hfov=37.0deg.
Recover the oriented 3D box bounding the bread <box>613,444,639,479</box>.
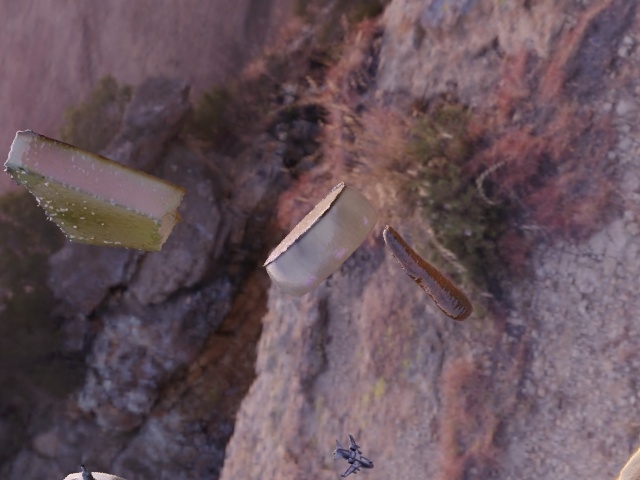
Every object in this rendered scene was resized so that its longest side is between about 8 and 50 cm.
[{"bbox_3d":[0.453,0.312,1.212,0.173,0.085,0.134,-41,29,-13],"label":"bread"}]

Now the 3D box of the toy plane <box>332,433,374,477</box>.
[{"bbox_3d":[0.057,0.370,1.621,0.031,0.083,0.079,-44,27,48],"label":"toy plane"}]

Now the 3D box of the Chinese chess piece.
[{"bbox_3d":[0.000,0.000,2.053,0.270,0.112,0.270,-44,5,5],"label":"Chinese chess piece"}]

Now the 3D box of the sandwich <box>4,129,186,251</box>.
[{"bbox_3d":[-0.231,-0.049,1.050,0.193,0.162,0.058,69,-151,-64],"label":"sandwich"}]

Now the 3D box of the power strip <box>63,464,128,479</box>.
[{"bbox_3d":[-0.213,0.321,1.008,0.079,0.029,0.227,0,119,25],"label":"power strip"}]

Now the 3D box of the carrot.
[{"bbox_3d":[0.161,0.053,1.476,0.047,0.191,0.047,-46,5,5],"label":"carrot"}]
